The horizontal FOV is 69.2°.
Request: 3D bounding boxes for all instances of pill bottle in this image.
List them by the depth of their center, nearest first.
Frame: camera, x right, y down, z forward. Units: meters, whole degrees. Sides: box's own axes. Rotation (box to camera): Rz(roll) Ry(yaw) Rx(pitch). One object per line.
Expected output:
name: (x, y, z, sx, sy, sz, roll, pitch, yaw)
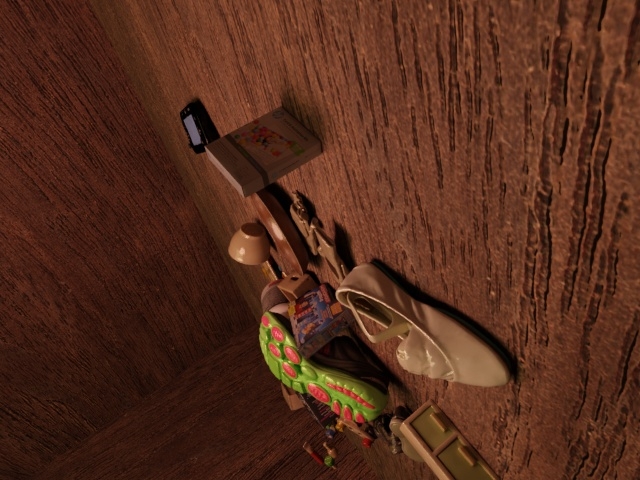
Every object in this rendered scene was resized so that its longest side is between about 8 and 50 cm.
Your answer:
pill bottle: (-0.135, 0.275, 1.722, 0.283, 0.161, 0.161, -113, -2, -66)

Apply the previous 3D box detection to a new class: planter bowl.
planter bowl: (-0.263, 0.001, 1.763, 0.162, 0.162, 0.109, 44, 133, 36)

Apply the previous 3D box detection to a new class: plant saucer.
plant saucer: (-0.118, -0.033, 1.397, 0.311, 0.050, 0.311, 57, 170, 15)

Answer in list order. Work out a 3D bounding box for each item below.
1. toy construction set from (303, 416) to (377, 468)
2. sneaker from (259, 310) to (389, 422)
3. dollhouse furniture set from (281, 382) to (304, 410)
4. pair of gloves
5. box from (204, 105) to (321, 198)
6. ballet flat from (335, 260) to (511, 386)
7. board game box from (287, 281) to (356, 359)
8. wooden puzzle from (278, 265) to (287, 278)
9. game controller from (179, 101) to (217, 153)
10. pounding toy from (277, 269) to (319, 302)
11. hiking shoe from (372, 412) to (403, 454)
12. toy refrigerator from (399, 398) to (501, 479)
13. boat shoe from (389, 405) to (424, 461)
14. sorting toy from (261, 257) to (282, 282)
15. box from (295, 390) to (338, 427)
toy construction set: (0.057, 0.714, 1.823, 0.237, 0.309, 0.257, 53, 166, -28)
sneaker: (0.004, 0.382, 1.475, 0.482, 0.202, 0.185, 32, 120, 19)
dollhouse furniture set: (-0.062, 0.508, 2.068, 0.362, 0.256, 0.395, -163, 62, -71)
pair of gloves: (0.000, 0.000, 1.192, 0.240, 0.042, 0.204, 49, 167, 41)
box: (-0.113, -0.180, 0.926, 0.145, 0.186, 0.038, 47, 158, 30)
ballet flat: (0.167, 0.175, 0.893, 0.400, 0.139, 0.139, 37, 154, 48)
board game box: (0.009, 0.224, 1.382, 0.060, 0.194, 0.194, 55, -171, -36)
wooden puzzle: (-0.143, 0.165, 1.931, 0.116, 0.014, 0.079, 53, 163, 13)
game controller: (-0.445, -0.397, 1.659, 0.167, 0.067, 0.319, 62, 162, -18)
pounding toy: (-0.019, 0.206, 1.549, 0.206, 0.094, 0.181, 53, 160, -21)
hiking shoe: (0.250, 0.670, 1.681, 0.227, 0.086, 0.114, -164, 66, -73)
toy refrigerator: (0.330, 0.547, 1.167, 0.269, 0.102, 0.094, 48, 161, 27)
boat shoe: (0.290, 0.619, 1.476, 0.081, 0.069, 0.228, -12, 122, 29)
sorting toy: (-0.223, 0.133, 2.066, 0.229, 0.041, 0.307, 57, 167, 1)
box: (0.057, 0.505, 1.593, 0.142, 0.247, 0.163, 55, 163, 9)
